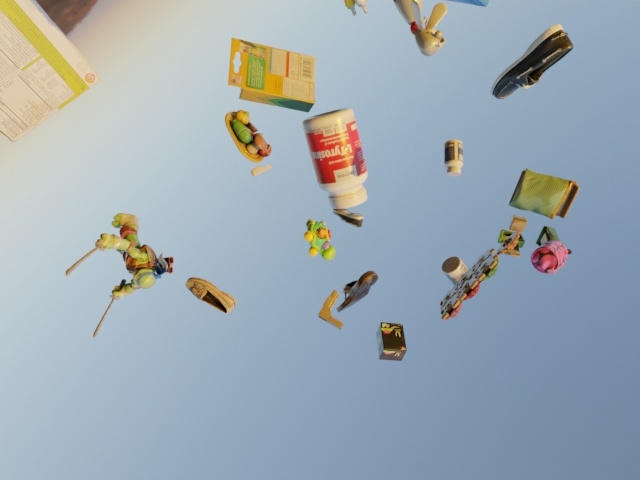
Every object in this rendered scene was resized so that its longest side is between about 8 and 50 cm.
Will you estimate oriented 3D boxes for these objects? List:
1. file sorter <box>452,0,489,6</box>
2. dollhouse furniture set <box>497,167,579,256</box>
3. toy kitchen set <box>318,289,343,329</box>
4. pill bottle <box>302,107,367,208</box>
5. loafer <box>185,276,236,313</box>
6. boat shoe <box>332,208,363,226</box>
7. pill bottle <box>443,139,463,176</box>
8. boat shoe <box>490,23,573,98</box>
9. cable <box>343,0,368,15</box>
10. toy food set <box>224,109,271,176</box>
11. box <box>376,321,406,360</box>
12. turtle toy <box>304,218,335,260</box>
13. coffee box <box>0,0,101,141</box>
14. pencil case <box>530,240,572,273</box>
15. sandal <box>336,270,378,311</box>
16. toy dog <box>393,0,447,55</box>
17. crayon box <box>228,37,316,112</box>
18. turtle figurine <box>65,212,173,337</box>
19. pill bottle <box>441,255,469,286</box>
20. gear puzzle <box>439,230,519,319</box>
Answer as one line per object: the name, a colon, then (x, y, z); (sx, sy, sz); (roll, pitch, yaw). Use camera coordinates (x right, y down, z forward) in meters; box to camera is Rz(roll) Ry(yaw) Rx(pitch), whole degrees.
file sorter: (0.222, -0.487, 0.823); (0.104, 0.118, 0.170); (-60, -145, 17)
dollhouse furniture set: (0.779, -0.077, 1.729); (0.198, 0.301, 0.151); (13, -144, 6)
toy kitchen set: (0.045, 0.197, 1.352); (0.075, 0.068, 0.083); (30, -106, 12)
pill bottle: (0.078, -0.357, 2.128); (0.229, 0.407, 0.229); (-14, -162, 5)
loafer: (-0.251, 0.123, 1.087); (0.045, 0.125, 0.039); (-65, 177, 32)
boat shoe: (0.084, -0.073, 1.511); (0.125, 0.038, 0.046); (20, -154, 41)
pill bottle: (0.476, -0.293, 1.728); (0.067, 0.067, 0.120); (-8, -107, 37)
boat shoe: (0.664, -0.540, 1.538); (0.115, 0.091, 0.302); (-22, 166, -24)
cable: (0.064, -0.749, 1.296); (0.140, 0.287, 0.072); (-15, -131, 39)
toy food set: (-0.201, -0.314, 1.479); (0.071, 0.217, 0.128); (-28, -179, 30)
box: (0.182, 0.261, 1.246); (0.062, 0.052, 0.083); (6, -135, -7)
turtle toy: (0.000, 0.000, 1.331); (0.066, 0.130, 0.095); (-11, -150, 10)
coffee box: (-0.959, -0.570, 1.462); (0.334, 0.338, 0.338); (-42, -130, -10)
pencil case: (0.752, 0.056, 1.575); (0.095, 0.098, 0.209); (-21, 174, 36)
sandal: (0.100, 0.143, 1.437); (0.090, 0.219, 0.060); (-23, -114, -29)
toy dog: (0.348, -0.821, 1.668); (0.220, 0.333, 0.161); (-41, -177, -43)
crayon box: (-0.183, -0.612, 1.799); (0.083, 0.323, 0.202); (144, -50, -65)
turtle figurine: (-0.548, 0.053, 1.282); (0.275, 0.197, 0.266); (-33, -142, -1)
pill bottle: (0.504, 0.126, 1.750); (0.078, 0.137, 0.078); (-30, -147, 23)
gear puzzle: (0.489, 0.106, 1.472); (0.338, 0.044, 0.175); (-52, 178, 16)
